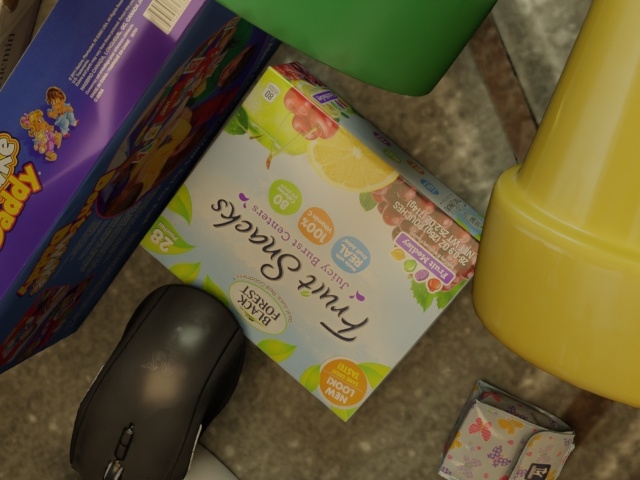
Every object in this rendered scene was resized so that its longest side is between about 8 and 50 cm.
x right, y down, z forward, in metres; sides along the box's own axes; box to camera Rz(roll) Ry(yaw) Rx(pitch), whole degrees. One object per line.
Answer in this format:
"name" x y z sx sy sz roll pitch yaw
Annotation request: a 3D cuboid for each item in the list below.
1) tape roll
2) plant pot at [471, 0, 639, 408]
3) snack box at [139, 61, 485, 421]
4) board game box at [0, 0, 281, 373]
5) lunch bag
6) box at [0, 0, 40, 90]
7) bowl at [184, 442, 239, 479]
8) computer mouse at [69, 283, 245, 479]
"tape roll" -0.040 -0.213 0.791 0.321 0.321 0.077 39 108 6
"plant pot" 0.235 -0.050 0.770 0.254 0.254 0.239 14 110 13
"snack box" 0.000 0.000 0.953 0.207 0.070 0.174 42 109 6
"board game box" -0.160 -0.056 0.901 0.078 0.233 0.347 39 108 5
"lunch bag" 0.139 0.155 0.954 0.083 0.053 0.071 25 108 0
"box" -0.259 -0.183 0.994 0.067 0.063 0.324 22 106 12
"bowl" -0.126 0.237 1.044 0.142 0.053 0.142 43 107 4
"computer mouse" -0.112 0.174 0.961 0.184 0.060 0.262 36 111 6
